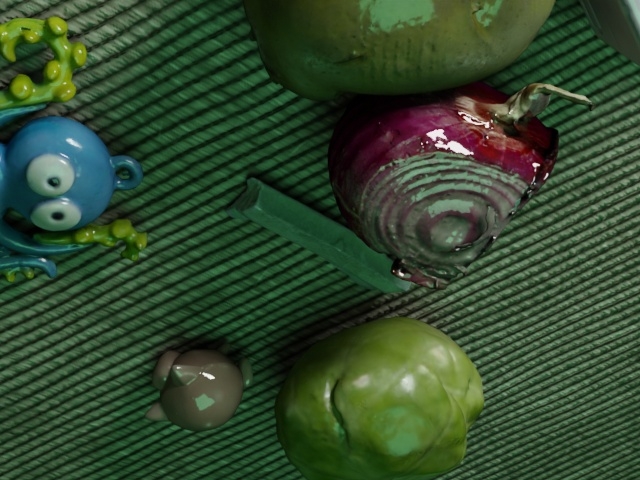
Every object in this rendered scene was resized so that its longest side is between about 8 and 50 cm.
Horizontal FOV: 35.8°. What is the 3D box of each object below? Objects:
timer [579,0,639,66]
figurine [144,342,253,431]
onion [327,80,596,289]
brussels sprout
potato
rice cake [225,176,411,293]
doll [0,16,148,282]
[{"bbox_3d":[0.373,-0.322,1.056,0.195,0.194,0.192,-29,114,9],"label":"timer"},{"bbox_3d":[-0.171,0.208,1.404,0.138,0.125,0.125,1,129,-35],"label":"figurine"},{"bbox_3d":[0.129,-0.096,1.160,0.230,0.256,0.272,29,99,-2],"label":"onion"},{"bbox_3d":[0.097,0.242,1.416,0.317,0.242,0.273,19,127,-31],"label":"brussels sprout"},{"bbox_3d":[0.081,-0.273,1.019,0.327,0.221,0.243,-7,129,-3],"label":"potato"},{"bbox_3d":[0.003,0.000,1.330,0.290,0.051,0.081,29,149,-31],"label":"rice cake"},{"bbox_3d":[-0.372,-0.079,1.127,0.342,0.098,0.346,-5,126,-13],"label":"doll"}]
